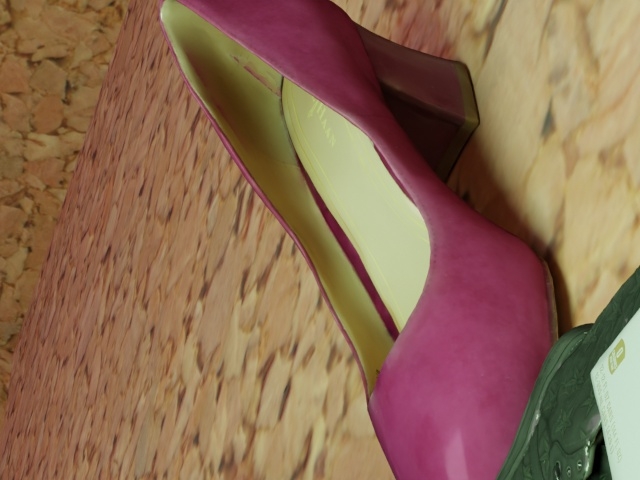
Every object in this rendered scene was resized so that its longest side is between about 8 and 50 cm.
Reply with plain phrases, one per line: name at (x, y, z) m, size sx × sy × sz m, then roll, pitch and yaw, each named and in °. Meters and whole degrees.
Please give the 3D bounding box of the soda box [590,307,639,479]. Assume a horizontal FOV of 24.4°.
soda box at (0.132, 0.102, 0.381) m, size 0.216 × 0.074 × 0.069 m, roll -93°, pitch 22°, yaw -46°

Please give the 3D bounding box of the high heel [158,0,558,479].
high heel at (0.000, 0.000, 0.733) m, size 0.377 × 0.181 × 0.127 m, roll -99°, pitch 27°, yaw -55°

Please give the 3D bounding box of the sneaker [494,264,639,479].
sneaker at (0.101, 0.088, 0.546) m, size 0.089 × 0.051 × 0.170 m, roll -166°, pitch 93°, yaw -79°
